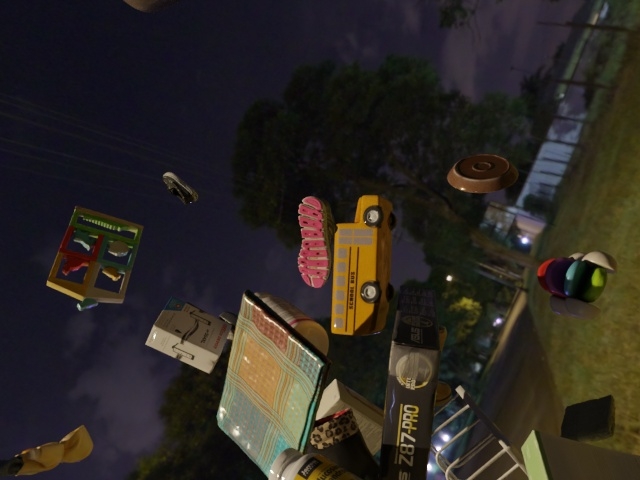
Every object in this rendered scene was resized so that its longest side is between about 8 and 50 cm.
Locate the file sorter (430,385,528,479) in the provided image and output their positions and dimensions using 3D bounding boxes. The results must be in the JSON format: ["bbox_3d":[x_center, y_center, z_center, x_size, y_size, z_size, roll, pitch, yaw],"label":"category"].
[{"bbox_3d":[0.386,0.532,1.256,0.173,0.193,0.278,-40,13,2],"label":"file sorter"}]

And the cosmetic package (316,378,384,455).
[{"bbox_3d":[0.131,0.705,2.046,0.153,0.296,0.129,-47,18,12],"label":"cosmetic package"}]

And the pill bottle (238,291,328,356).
[{"bbox_3d":[-0.114,0.250,1.434,0.160,0.283,0.160,-10,-70,-30],"label":"pill bottle"}]

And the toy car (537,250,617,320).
[{"bbox_3d":[0.587,0.092,1.210,0.182,0.136,0.159,86,-151,-87],"label":"toy car"}]

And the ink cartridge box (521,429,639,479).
[{"bbox_3d":[0.442,0.391,0.775,0.171,0.235,0.056,-75,-1,-61],"label":"ink cartridge box"}]

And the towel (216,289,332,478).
[{"bbox_3d":[-0.113,0.324,1.079,0.040,0.271,0.370,-13,-54,-44],"label":"towel"}]

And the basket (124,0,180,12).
[{"bbox_3d":[-0.206,-0.428,0.739,0.204,0.227,0.154,-49,-59,-36],"label":"basket"}]

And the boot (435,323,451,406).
[{"bbox_3d":[0.356,0.393,1.633,0.236,0.089,0.270,-2,-70,-38],"label":"boot"}]

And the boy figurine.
[{"bbox_3d":[-0.730,0.550,1.318,0.285,0.092,0.177,-6,-22,-40],"label":"boy figurine"}]

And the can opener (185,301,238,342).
[{"bbox_3d":[-0.381,0.280,1.833,0.095,0.283,0.076,-41,-47,-32],"label":"can opener"}]

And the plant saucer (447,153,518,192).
[{"bbox_3d":[0.399,-0.172,1.272,0.168,0.168,0.029,-45,-45,-39],"label":"plant saucer"}]

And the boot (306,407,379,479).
[{"bbox_3d":[-0.008,0.622,1.309,0.377,0.284,0.138,-28,-10,13],"label":"boot"}]

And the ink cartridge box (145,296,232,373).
[{"bbox_3d":[-0.377,0.273,1.500,0.086,0.203,0.148,-59,9,27],"label":"ink cartridge box"}]

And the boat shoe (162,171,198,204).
[{"bbox_3d":[-0.384,-0.140,1.377,0.040,0.142,0.049,-38,-36,-28],"label":"boat shoe"}]

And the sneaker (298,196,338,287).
[{"bbox_3d":[0.000,0.000,0.934,0.075,0.063,0.170,-32,-58,-62],"label":"sneaker"}]

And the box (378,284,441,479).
[{"bbox_3d":[0.186,0.297,1.075,0.395,0.097,0.318,-44,-39,-75],"label":"box"}]

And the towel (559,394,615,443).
[{"bbox_3d":[0.547,0.368,1.051,0.110,0.027,0.148,-33,-4,32],"label":"towel"}]

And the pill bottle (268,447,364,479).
[{"bbox_3d":[0.003,0.424,0.866,0.103,0.184,0.103,-21,-62,-47],"label":"pill bottle"}]

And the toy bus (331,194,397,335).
[{"bbox_3d":[0.106,0.061,1.259,0.108,0.130,0.333,11,-100,-62],"label":"toy bus"}]

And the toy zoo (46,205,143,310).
[{"bbox_3d":[-0.612,0.055,1.407,0.030,0.192,0.293,-46,33,46],"label":"toy zoo"}]
